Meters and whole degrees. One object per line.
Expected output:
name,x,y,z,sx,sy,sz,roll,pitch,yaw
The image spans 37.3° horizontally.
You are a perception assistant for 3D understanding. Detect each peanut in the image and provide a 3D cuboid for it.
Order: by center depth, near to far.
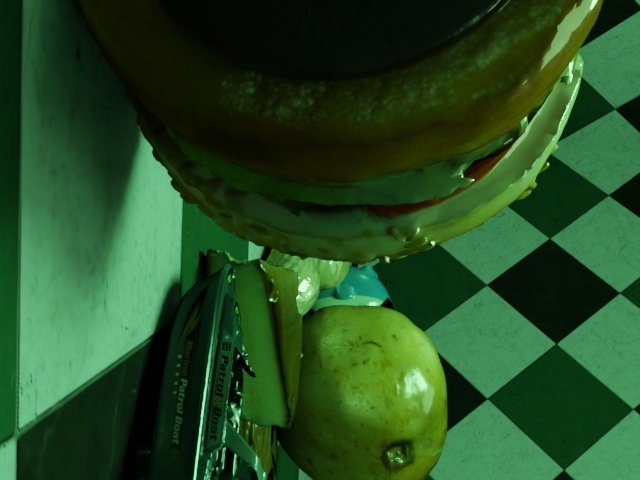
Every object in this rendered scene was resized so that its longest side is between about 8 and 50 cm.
peanut,-0.038,0.036,1.338,0.206,0.087,0.087,-78,170,-51
peanut,0.000,0.000,1.578,0.274,0.111,0.125,-77,173,-58

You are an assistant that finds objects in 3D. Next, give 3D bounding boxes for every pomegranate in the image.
pomegranate,0.058,0.241,1.410,0.307,0.307,0.307,3,90,-84

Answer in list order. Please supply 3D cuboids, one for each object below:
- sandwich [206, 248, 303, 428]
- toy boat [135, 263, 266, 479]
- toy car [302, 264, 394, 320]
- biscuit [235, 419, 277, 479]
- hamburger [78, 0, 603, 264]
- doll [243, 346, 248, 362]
sandwich,-0.070,0.090,1.023,0.088,0.090,0.244,-73,163,-52
toy boat,-0.090,0.123,0.793,0.093,0.103,0.246,84,8,-54
toy car,0.039,0.141,1.690,0.255,0.189,0.190,86,1,-49
biscuit,-0.082,0.298,1.274,0.290,0.041,0.208,88,7,-48
hamburger,0.019,-0.154,0.627,0.250,0.330,0.329,63,31,-69
doll,-0.102,0.140,0.916,0.099,0.058,0.142,-162,-100,-80
